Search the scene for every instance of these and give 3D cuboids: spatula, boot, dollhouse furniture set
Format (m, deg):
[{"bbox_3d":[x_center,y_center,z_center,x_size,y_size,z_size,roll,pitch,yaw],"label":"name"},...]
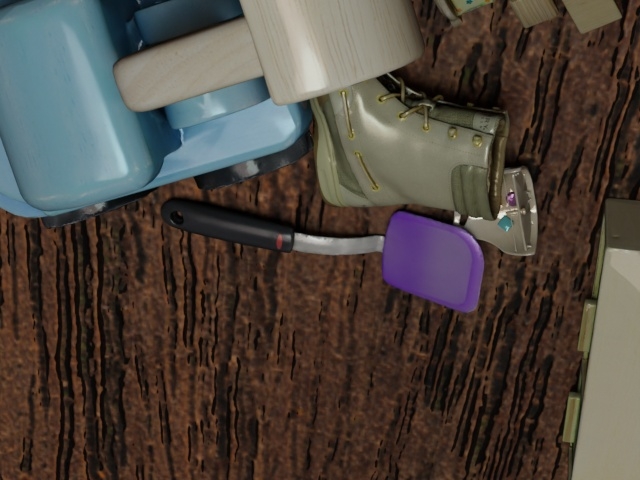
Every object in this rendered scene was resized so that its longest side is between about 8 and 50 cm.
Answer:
[{"bbox_3d":[0.000,0.000,1.574,0.296,0.030,0.084,10,121,4],"label":"spatula"},{"bbox_3d":[0.072,-0.115,1.458,0.165,0.077,0.213,8,125,24],"label":"boot"},{"bbox_3d":[0.128,-0.187,1.390,0.182,0.101,0.161,-21,137,19],"label":"dollhouse furniture set"}]

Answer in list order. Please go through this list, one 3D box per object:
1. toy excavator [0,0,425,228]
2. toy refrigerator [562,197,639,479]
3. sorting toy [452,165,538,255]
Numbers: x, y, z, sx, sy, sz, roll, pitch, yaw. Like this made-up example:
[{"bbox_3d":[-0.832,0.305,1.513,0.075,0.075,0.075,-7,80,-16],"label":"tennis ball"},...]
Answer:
[{"bbox_3d":[-0.115,-0.122,1.279,0.433,0.445,0.222,-15,101,15],"label":"toy excavator"},{"bbox_3d":[0.271,0.107,1.547,0.094,0.102,0.269,6,118,6],"label":"toy refrigerator"},{"bbox_3d":[0.147,-0.031,1.533,0.075,0.045,0.083,-4,116,19],"label":"sorting toy"}]
